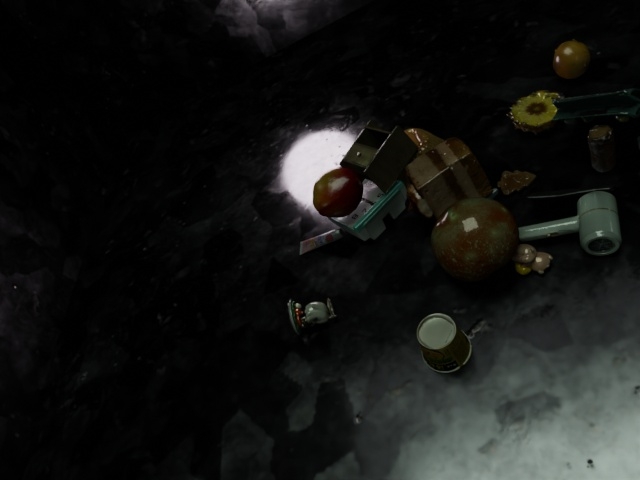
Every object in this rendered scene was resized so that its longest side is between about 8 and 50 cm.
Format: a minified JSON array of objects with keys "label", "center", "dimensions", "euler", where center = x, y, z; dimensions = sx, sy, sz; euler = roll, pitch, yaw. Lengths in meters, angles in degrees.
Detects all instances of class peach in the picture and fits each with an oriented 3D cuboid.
[{"label":"peach","center":[0.071,-0.177,1.919],"dimensions":[0.197,0.197,0.197],"euler":[-18,44,19]}]

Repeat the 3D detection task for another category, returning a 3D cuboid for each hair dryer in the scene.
[{"label":"hair dryer","center":[0.710,-0.024,1.598],"dimensions":[0.357,0.107,0.173],"euler":[-14,43,36]}]

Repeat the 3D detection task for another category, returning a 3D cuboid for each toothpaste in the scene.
[{"label":"toothpaste","center":[0.000,0.000,2.077],"dimensions":[0.194,0.043,0.067],"euler":[-21,45,24]}]

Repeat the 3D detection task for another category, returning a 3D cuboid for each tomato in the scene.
[{"label":"tomato","center":[0.461,-0.017,1.613],"dimensions":[0.270,0.222,0.270],"euler":[-42,21,20]}]

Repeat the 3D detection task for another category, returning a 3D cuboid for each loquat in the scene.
[{"label":"loquat","center":[0.951,-0.687,1.988],"dimensions":[0.141,0.141,0.141],"euler":[-18,44,19]}]

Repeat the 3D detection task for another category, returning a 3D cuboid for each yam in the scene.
[{"label":"yam","center":[0.895,-0.293,1.669],"dimensions":[0.079,0.141,0.079],"euler":[-19,42,18]}]

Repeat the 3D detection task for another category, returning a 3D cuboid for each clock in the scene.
[{"label":"clock","center":[0.183,-0.131,2.028],"dimensions":[0.262,0.116,0.231],"euler":[-45,37,-11]}]

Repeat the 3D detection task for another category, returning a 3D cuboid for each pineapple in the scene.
[{"label":"pineapple","center":[0.805,-0.467,1.937],"dimensions":[0.224,0.076,0.225],"euler":[-16,46,17]}]

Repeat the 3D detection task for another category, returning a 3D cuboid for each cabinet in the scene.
[{"label":"cabinet","center":[0.211,-0.315,1.948],"dimensions":[0.215,0.148,0.175],"euler":[-55,36,-2]}]

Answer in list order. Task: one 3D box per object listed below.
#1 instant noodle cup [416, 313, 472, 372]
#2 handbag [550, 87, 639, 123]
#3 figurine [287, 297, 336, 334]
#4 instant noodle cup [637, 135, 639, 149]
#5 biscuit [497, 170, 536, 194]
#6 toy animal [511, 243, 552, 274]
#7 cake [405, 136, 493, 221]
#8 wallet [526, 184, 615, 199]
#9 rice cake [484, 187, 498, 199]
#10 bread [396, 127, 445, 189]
[{"label":"instant noodle cup","center":[0.347,0.290,1.513],"dimensions":[0.151,0.122,0.151],"euler":[-18,47,20]},{"label":"handbag","center":[0.931,-0.427,1.707],"dimensions":[0.274,0.100,0.268],"euler":[-11,12,-41]},{"label":"figurine","center":[-0.026,0.247,1.818],"dimensions":[0.153,0.132,0.132],"euler":[-15,44,5]},{"label":"instant noodle cup","center":[1.041,-0.281,1.545],"dimensions":[0.144,0.182,0.182],"euler":[-28,41,22]},{"label":"biscuit","center":[0.681,-0.203,1.819],"dimensions":[0.129,0.019,0.119],"euler":[-10,47,27]},{"label":"toy animal","center":[0.624,0.054,1.574],"dimensions":[0.114,0.082,0.091],"euler":[23,66,43]},{"label":"cake","center":[0.425,-0.199,1.853],"dimensions":[0.293,0.196,0.199],"euler":[-34,31,10]},{"label":"wallet","center":[0.782,-0.147,1.640],"dimensions":[0.244,0.025,0.124],"euler":[-3,6,33]},{"label":"rice cake","center":[0.540,-0.113,1.820],"dimensions":[0.207,0.033,0.033],"euler":[-42,44,-7]},{"label":"bread","center":[0.371,-0.322,2.044],"dimensions":[0.274,0.149,0.274],"euler":[-25,40,23]}]
